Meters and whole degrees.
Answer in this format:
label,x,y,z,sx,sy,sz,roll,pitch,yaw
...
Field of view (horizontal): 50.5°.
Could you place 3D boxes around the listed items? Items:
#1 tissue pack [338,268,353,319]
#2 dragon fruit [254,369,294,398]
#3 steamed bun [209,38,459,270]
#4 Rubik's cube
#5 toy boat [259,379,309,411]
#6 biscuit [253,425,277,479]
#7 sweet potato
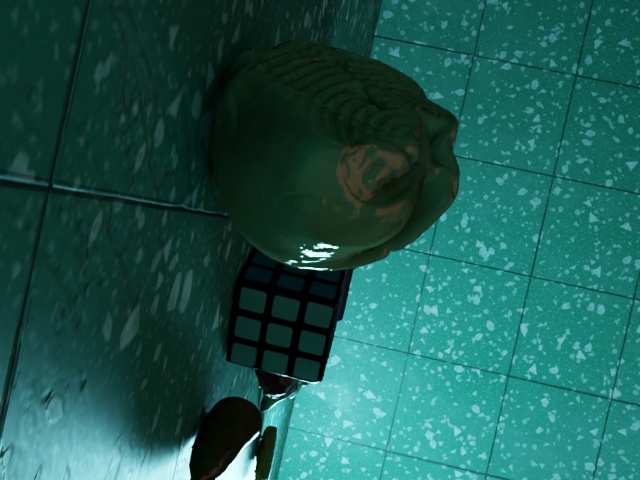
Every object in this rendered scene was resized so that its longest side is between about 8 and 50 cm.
label,x,y,z,sx,sy,sz,roll,pitch,yaw
tissue pack,-0.002,-0.002,1.456,0.242,0.160,0.338,32,69,-81
dragon fruit,-0.098,0.254,1.483,0.094,0.094,0.190,-69,159,-67
steamed bun,0.005,-0.077,0.738,0.289,0.276,0.203,-111,-144,-49
Rubik's cube,-0.051,0.111,1.104,0.160,0.162,0.163,-71,172,-63
toy boat,-0.102,0.381,1.706,0.210,0.066,0.084,-48,-176,38
biscuit,-0.164,0.617,1.950,0.170,0.050,0.170,-168,-90,-85
sweet potato,-0.142,0.293,1.050,0.108,0.079,0.346,-48,173,-7
